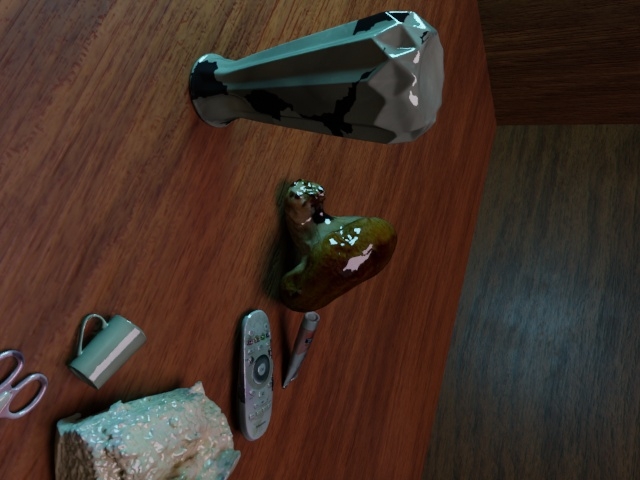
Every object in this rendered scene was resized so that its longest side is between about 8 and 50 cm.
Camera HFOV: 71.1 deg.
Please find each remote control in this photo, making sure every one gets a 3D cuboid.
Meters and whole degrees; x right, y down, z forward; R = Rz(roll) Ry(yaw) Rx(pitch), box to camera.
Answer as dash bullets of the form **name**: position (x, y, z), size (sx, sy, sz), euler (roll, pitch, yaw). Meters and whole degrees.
- **remote control**: position (-0.130, 0.263, 0.876), size (0.097, 0.045, 0.256), euler (-2, 96, -61)

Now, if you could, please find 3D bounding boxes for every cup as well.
- **cup**: position (-0.279, 0.138, 0.578), size (0.083, 0.054, 0.075), euler (-53, 140, -37)

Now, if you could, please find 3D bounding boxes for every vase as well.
- **vase**: position (-0.017, -0.222, 0.638), size (0.165, 0.360, 0.165), euler (-23, 117, -56)

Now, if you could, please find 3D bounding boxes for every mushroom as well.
- **mushroom**: position (0.028, 0.024, 0.953), size (0.267, 0.267, 0.255), euler (35, 40, -57)

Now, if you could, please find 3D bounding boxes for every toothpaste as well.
- **toothpaste**: position (-0.045, 0.242, 0.979), size (0.056, 0.036, 0.205), euler (-28, 143, -51)

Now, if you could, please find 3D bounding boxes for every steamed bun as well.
- **steamed bun**: position (-0.214, 0.299, 0.616), size (0.225, 0.170, 0.200), euler (-14, 104, -60)

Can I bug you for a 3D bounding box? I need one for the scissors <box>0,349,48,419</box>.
- **scissors**: position (-0.371, 0.201, 0.465), size (0.176, 0.022, 0.085), euler (-58, 145, -41)
